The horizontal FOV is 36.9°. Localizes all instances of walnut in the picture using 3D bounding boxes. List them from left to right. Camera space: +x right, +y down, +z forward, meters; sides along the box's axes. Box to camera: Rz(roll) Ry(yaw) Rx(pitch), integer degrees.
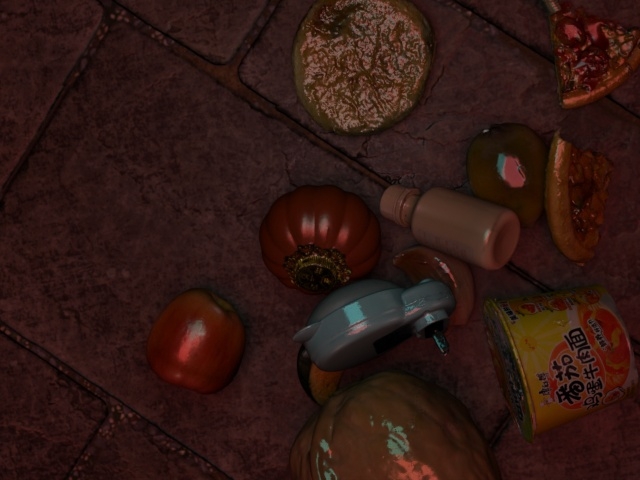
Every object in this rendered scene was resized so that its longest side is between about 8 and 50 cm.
[{"bbox_3d":[0.133,0.412,1.667,0.381,0.381,0.381,1,94,7],"label":"walnut"}]

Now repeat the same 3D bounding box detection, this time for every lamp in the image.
[{"bbox_3d":[0.000,0.000,1.716,0.223,0.196,0.223,3,133,3],"label":"lamp"},{"bbox_3d":[0.097,0.143,1.670,0.284,0.209,0.147,-7,72,5],"label":"lamp"}]

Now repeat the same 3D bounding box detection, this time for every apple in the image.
[{"bbox_3d":[-0.227,0.182,1.774,0.199,0.199,0.199,1,94,7],"label":"apple"}]

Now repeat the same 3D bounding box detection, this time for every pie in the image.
[{"bbox_3d":[0.078,-0.326,1.749,0.277,0.078,0.276,1,99,9],"label":"pie"}]

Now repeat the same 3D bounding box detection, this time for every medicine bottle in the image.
[{"bbox_3d":[0.219,-0.035,1.691,0.252,0.114,0.114,22,97,36],"label":"medicine bottle"}]

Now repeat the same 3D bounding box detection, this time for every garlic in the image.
[{"bbox_3d":[0.222,0.094,1.761,0.129,0.090,0.198,-24,98,23],"label":"garlic"}]

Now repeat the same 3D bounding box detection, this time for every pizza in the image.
[{"bbox_3d":[0.465,-0.342,1.704,0.193,0.053,0.201,42,98,3],"label":"pizza"},{"bbox_3d":[0.460,-0.083,1.678,0.058,0.197,0.292,16,136,41],"label":"pizza"}]

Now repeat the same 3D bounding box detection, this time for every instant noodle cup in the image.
[{"bbox_3d":[0.415,0.198,1.659,0.200,0.264,0.264,-15,92,1],"label":"instant noodle cup"}]

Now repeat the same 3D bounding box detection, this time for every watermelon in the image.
[{"bbox_3d":[-0.001,0.220,1.814,0.092,0.075,0.181,12,100,-38],"label":"watermelon"}]

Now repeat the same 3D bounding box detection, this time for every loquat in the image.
[{"bbox_3d":[0.339,-0.116,1.695,0.152,0.152,0.195,-22,99,8],"label":"loquat"}]

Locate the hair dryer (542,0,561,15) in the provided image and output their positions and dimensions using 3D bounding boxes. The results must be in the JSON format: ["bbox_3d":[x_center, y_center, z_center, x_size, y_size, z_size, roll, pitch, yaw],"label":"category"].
[{"bbox_3d":[0.258,-0.519,1.690,0.296,0.119,0.298,-7,105,21],"label":"hair dryer"}]
